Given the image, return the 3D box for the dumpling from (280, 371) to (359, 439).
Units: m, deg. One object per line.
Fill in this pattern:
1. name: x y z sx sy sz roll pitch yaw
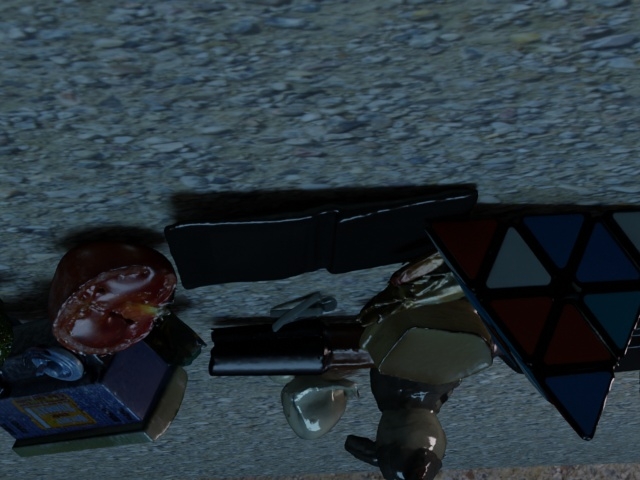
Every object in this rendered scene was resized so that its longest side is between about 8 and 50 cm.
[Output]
1. dumpling: 0.001 0.259 2.518 0.127 0.108 0.188 -25 155 -14

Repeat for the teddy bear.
1. teddy bear: 0.129 0.278 2.380 0.171 0.251 0.144 5 170 35

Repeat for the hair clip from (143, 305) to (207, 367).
1. hair clip: -0.282 0.150 2.116 0.095 0.110 0.358 40 145 -26

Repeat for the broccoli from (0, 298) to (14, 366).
1. broccoli: -0.439 0.109 1.842 0.162 0.138 0.146 -15 120 48

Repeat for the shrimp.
1. shrimp: 0.138 0.036 1.727 0.236 0.053 0.133 -21 165 15

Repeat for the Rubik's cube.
1. Rubik's cube: 0.197 0.068 1.634 0.234 0.250 0.284 33 132 -21

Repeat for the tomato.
1. tomato: -0.236 0.046 1.722 0.139 0.091 0.159 3 139 -35

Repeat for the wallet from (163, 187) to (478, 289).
1. wallet: 0.000 0.000 1.668 0.322 0.041 0.247 -5 166 -3

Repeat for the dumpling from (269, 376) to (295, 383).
1. dumpling: -0.065 0.192 2.366 0.059 0.043 0.077 22 163 -11

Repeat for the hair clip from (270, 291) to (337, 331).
1. hair clip: -0.024 0.095 2.033 0.039 0.030 0.115 9 161 -39

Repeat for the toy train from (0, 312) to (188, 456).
1. toy train: -0.329 0.170 1.974 0.299 0.131 0.202 -12 132 40

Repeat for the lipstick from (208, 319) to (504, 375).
1. lipstick: 0.053 0.145 2.144 0.418 0.077 0.077 -2 165 -6

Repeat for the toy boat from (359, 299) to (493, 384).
1. toy boat: 0.155 0.134 2.049 0.188 0.061 0.116 10 130 -31

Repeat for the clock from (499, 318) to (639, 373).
1. clock: 0.404 0.161 2.300 0.278 0.049 0.273 -7 163 16
